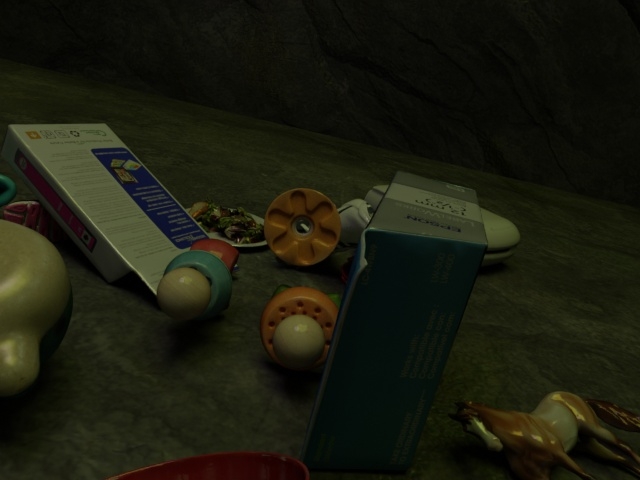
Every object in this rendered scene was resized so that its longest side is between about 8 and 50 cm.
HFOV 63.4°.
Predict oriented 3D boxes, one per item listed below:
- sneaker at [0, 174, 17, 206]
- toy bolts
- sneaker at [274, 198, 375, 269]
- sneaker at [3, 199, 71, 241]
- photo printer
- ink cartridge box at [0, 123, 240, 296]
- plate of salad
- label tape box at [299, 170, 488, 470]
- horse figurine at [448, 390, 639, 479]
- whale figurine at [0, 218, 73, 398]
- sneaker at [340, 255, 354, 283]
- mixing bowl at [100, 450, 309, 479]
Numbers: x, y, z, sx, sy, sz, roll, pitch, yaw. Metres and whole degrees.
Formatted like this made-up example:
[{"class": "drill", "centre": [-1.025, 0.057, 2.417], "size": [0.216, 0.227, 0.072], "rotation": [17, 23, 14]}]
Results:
[{"class": "sneaker", "centre": [-0.552, -0.061, 0.690], "size": [0.109, 0.107, 0.275], "rotation": [-2, 11, 31]}, {"class": "toy bolts", "centre": [-0.079, 0.041, 0.625], "size": [0.228, 0.219, 0.158], "rotation": [7, 6, 2]}, {"class": "sneaker", "centre": [0.000, 0.000, 0.885], "size": [0.153, 0.094, 0.235], "rotation": [-34, 24, -18]}, {"class": "sneaker", "centre": [-0.412, -0.039, 0.828], "size": [0.170, 0.063, 0.074], "rotation": [2, 23, -41]}, {"class": "photo printer", "centre": [0.285, -0.036, 1.197], "size": [0.255, 0.107, 0.307], "rotation": [-3, 26, -38]}, {"class": "ink cartridge box", "centre": [-0.308, -0.046, 0.806], "size": [0.371, 0.069, 0.175], "rotation": [43, 29, 15]}, {"class": "plate of salad", "centre": [-0.177, -0.038, 0.994], "size": [0.199, 0.048, 0.200], "rotation": [12, 19, -4]}, {"class": "label tape box", "centre": [0.080, 0.086, 0.532], "size": [0.115, 0.249, 0.348], "rotation": [16, 20, 7]}, {"class": "horse figurine", "centre": [0.276, 0.223, 0.565], "size": [0.263, 0.066, 0.174], "rotation": [-6, 34, -38]}, {"class": "whale figurine", "centre": [-0.338, 0.102, 0.446], "size": [0.216, 0.141, 0.272], "rotation": [15, 45, 6]}, {"class": "sneaker", "centre": [0.084, 0.022, 0.950], "size": [0.128, 0.087, 0.221], "rotation": [5, 21, -26]}, {"class": "mixing bowl", "centre": [-0.089, 0.200, 0.298], "size": [0.181, 0.098, 0.181], "rotation": [-8, -6, -1]}]
